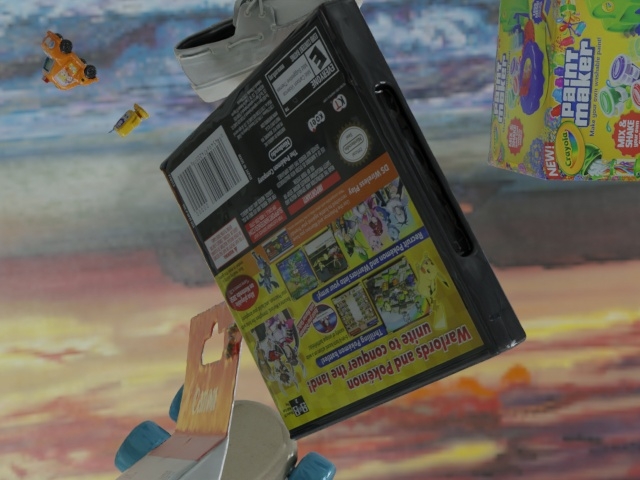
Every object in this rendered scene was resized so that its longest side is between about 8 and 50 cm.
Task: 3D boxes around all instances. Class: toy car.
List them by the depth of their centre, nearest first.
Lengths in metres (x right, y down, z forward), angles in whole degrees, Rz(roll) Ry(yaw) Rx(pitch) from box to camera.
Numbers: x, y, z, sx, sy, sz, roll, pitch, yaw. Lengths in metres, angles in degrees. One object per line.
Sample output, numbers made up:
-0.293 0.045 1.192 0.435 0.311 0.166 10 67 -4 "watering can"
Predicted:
-0.202 -0.132 1.046 0.040 0.060 0.122 -45 -129 -5 "toy car"
-0.136 0.336 1.562 0.219 0.238 0.210 33 -137 14 "toy car"

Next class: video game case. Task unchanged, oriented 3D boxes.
0.000 0.000 0.883 0.035 0.248 0.275 -22 173 -35 "video game case"

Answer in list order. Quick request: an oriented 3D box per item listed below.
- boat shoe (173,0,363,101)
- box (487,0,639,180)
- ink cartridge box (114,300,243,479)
-0.048 -0.174 1.014 0.184 0.063 0.066 -16 -148 44 "boat shoe"
0.390 -0.231 1.633 0.279 0.289 0.177 -1 -169 -17 "box"
-0.169 0.239 1.166 0.091 0.384 0.308 13 168 -14 "ink cartridge box"
